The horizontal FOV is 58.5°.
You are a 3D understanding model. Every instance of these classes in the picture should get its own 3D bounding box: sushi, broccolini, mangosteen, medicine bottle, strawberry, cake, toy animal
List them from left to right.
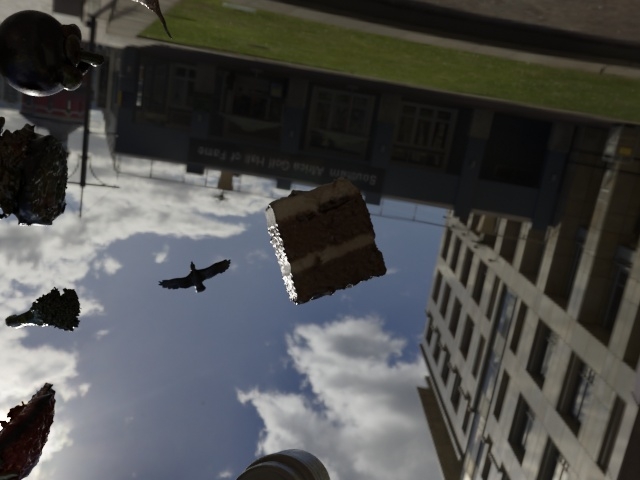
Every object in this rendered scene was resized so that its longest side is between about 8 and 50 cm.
[{"bbox_3d":[-0.731,-0.152,1.359,0.219,0.225,0.238,4,-139,-11],"label":"sushi"},{"bbox_3d":[-0.706,0.470,1.375,0.138,0.233,0.306,51,-156,-11],"label":"strawberry"},{"bbox_3d":[-0.442,0.117,0.877,0.216,0.067,0.058,-13,-162,37],"label":"broccolini"},{"bbox_3d":[-0.627,-0.428,1.322,0.230,0.194,0.194,4,-167,-9],"label":"mangosteen"},{"bbox_3d":[-0.371,0.108,1.705,0.220,0.108,0.062,-17,-117,-15],"label":"toy animal"},{"bbox_3d":[-0.095,0.618,1.375,0.208,0.208,0.339,12,165,12],"label":"medicine bottle"},{"bbox_3d":[0.000,0.000,0.788,0.135,0.147,0.134,-20,178,-10],"label":"cake"}]

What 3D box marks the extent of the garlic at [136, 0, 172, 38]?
[{"bbox_3d":[-0.293,-0.392,0.826,0.090,0.128,0.198,-15,156,30],"label":"garlic"}]
